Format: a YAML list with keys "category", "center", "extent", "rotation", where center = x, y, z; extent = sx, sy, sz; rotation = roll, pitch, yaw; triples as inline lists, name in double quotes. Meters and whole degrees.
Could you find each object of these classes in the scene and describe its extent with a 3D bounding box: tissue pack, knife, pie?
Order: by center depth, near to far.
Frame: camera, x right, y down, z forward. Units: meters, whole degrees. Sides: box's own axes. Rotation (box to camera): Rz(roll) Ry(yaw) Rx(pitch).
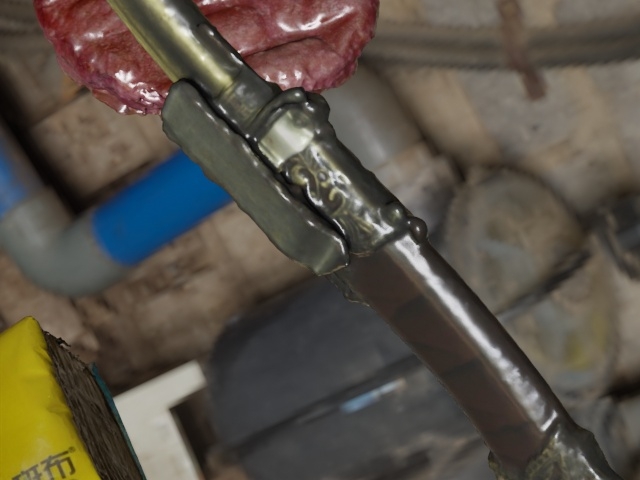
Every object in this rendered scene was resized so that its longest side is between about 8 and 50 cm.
- category: "knife"
  center: [0.004, -0.001, 0.360]
  extent: [0.021, 0.045, 0.222]
  rotation: [-41, 99, -38]
- category: "pie"
  center: [-0.070, -0.163, 1.098]
  extent: [0.054, 0.204, 0.219]
  rotation: [92, -7, -63]
- category: "tissue pack"
  center: [-0.277, 0.208, 1.405]
  extent: [0.192, 0.271, 0.134]
  rotation: [60, 4, 34]
